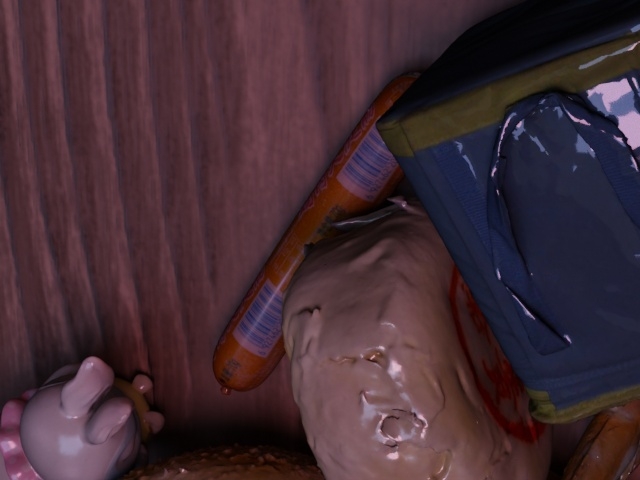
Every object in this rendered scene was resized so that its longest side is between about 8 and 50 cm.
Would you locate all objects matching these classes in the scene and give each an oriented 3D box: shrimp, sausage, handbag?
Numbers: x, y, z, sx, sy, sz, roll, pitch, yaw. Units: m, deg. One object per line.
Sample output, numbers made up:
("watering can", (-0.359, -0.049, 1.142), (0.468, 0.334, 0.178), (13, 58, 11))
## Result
("shrimp", (0.207, 0.165, 1.230), (0.043, 0.184, 0.091), (23, 140, 31))
("sausage", (0.000, 0.000, 1.312), (0.053, 0.053, 0.348), (36, 121, 5))
("handbag", (0.203, -0.045, 1.115), (0.263, 0.222, 0.241), (-20, 108, 29))

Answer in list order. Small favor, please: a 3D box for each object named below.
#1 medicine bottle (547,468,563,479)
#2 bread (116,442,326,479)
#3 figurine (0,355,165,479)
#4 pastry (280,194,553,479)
("medicine bottle", (0.224, 0.265, 1.250), (0.239, 0.124, 0.124), (26, 123, 40))
("bread", (-0.065, 0.277, 1.372), (0.306, 0.158, 0.305), (0, 131, 0))
("figurine", (-0.196, 0.162, 1.397), (0.235, 0.155, 0.127), (-40, 65, 36))
("pastry", (0.073, 0.099, 1.214), (0.133, 0.265, 0.265), (-18, 104, 27))
